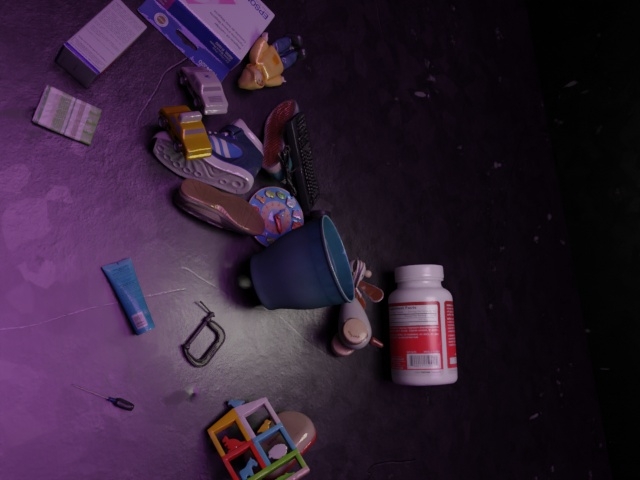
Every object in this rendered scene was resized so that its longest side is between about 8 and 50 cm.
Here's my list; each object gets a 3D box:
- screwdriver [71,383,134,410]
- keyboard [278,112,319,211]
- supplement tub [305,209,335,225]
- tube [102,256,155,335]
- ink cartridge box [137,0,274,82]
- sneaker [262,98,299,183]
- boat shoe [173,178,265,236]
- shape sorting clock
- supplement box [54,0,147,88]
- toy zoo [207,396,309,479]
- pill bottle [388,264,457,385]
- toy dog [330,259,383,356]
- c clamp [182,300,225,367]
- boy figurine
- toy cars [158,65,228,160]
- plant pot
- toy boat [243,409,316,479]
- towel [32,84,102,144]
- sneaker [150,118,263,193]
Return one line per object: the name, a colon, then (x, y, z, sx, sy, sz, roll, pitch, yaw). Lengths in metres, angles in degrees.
screwdriver: (-0.562, 0.406, 1.500, 0.170, 0.024, 0.025, 28, 38, -27)
keyboard: (-0.064, -0.238, 1.860, 0.201, 0.033, 0.317, -51, 137, -48)
supplement tub: (0.000, 0.000, 1.923, 0.106, 0.106, 0.197, 6, 79, -35)
tube: (-0.511, 0.152, 1.568, 0.080, 0.052, 0.207, -23, 90, -41)
ink cartridge box: (-0.346, -0.717, 1.826, 0.324, 0.071, 0.330, 40, 60, -24)
sneaker: (-0.118, -0.322, 1.908, 0.121, 0.108, 0.302, 52, 42, -51)
boat shoe: (-0.301, -0.086, 1.732, 0.285, 0.092, 0.102, 26, 48, -27)
shape sorting clock: (-0.144, -0.074, 1.873, 0.206, 0.040, 0.206, 7, 77, -35)
supplement box: (-0.597, -0.539, 1.586, 0.114, 0.111, 0.220, 43, 61, -23)
toy zoo: (-0.187, 0.573, 1.633, 0.192, 0.030, 0.293, -26, 57, -21)
pill bottle: (0.356, 0.296, 2.050, 0.229, 0.229, 0.407, 5, 79, -35)
toy dog: (0.145, 0.234, 1.942, 0.161, 0.220, 0.333, 14, 82, -10)
c clamp: (-0.343, 0.279, 1.682, 0.137, 0.022, 0.160, 46, 58, -27)
boy figurine: (-0.167, -0.586, 1.901, 0.285, 0.092, 0.177, -46, 133, -36)
toy cars: (-0.353, -0.391, 1.661, 0.177, 0.087, 0.393, 21, 46, -14)
plant pot: (-0.061, 0.091, 1.743, 0.272, 0.255, 0.271, -19, 90, -78)
toy boat: (-0.111, 0.625, 1.732, 0.231, 0.151, 0.151, -39, 135, -33)
towel: (-0.675, -0.332, 1.552, 0.152, 0.023, 0.113, 24, 71, -33)
sneaker: (-0.325, -0.292, 1.751, 0.323, 0.130, 0.236, 24, 49, -16)
